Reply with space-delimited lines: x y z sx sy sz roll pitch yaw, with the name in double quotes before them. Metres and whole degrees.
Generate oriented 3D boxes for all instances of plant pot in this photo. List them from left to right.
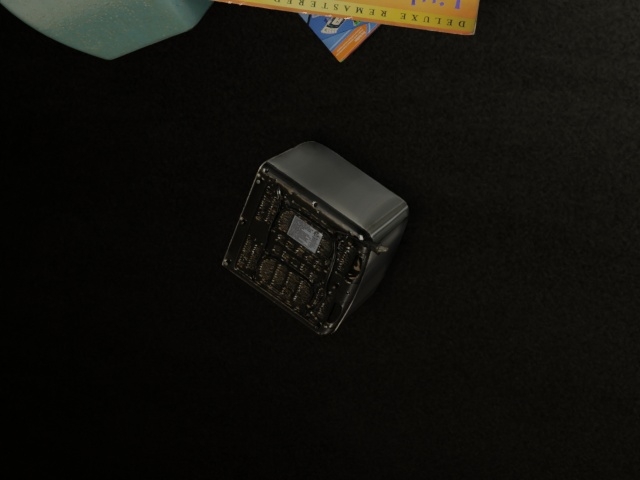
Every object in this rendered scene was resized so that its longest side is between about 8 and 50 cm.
"plant pot" -0.226 -0.345 1.938 0.247 0.248 0.252 -14 122 39

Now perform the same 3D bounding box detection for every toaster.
"toaster" 0.000 0.000 2.046 0.186 0.110 0.168 35 130 15

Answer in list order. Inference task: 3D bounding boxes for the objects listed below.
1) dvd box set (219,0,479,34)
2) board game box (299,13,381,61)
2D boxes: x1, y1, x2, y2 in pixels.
"dvd box set" 0.033 -0.420 1.714 0.308 0.062 0.420 7 117 0
"board game box" 0.060 -0.324 1.881 0.145 0.027 0.281 51 132 2
